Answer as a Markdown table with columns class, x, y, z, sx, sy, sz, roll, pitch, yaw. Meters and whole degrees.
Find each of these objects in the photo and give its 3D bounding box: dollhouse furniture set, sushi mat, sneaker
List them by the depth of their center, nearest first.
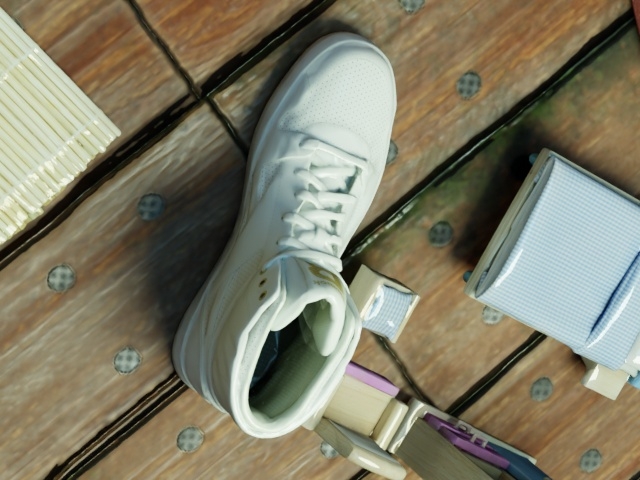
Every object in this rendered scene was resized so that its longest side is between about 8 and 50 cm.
| class | x | y | z | sx | sy | sz | roll | pitch | yaw |
| --- | --- | --- | --- | --- | --- | --- | --- | --- | --- |
| sushi mat | -0.291 | -0.127 | 1.302 | 0.151 | 0.019 | 0.316 | -46 | 115 | -5 |
| sneaker | 0.000 | 0.000 | 1.367 | 0.108 | 0.169 | 0.292 | 20 | 95 | -23 |
| dollhouse furniture set | 0.181 | 0.071 | 1.421 | 0.286 | 0.198 | 0.303 | 28 | 94 | -33 |

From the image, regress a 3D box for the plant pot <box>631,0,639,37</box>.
| class | x | y | z | sx | sy | sz | roll | pitch | yaw |
| --- | --- | --- | --- | --- | --- | --- | --- | --- | --- |
| plant pot | 0.387 | -0.156 | 1.438 | 0.267 | 0.267 | 0.235 | -11 | 120 | -18 |
